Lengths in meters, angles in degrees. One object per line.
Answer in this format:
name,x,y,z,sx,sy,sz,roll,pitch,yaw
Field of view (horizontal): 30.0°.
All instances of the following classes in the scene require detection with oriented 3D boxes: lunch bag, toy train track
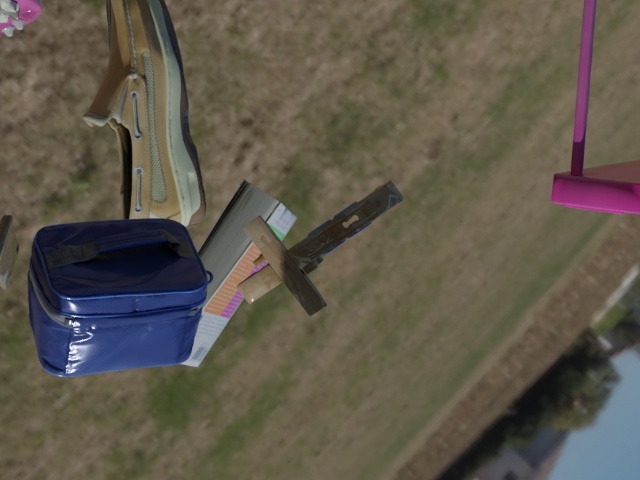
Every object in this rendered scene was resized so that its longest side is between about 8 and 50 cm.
lunch bag,-0.106,0.026,0.644,0.098,0.067,0.065,-6,132,-25
toy train track,0.000,0.000,0.504,0.083,0.048,0.014,-34,-174,22

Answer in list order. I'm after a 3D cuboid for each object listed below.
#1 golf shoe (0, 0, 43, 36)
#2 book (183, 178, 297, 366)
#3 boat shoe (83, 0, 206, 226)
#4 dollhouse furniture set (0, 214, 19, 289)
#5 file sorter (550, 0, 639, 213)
golf shoe,-0.310,-0.225,0.742,0.115,0.140,0.306,-10,163,38
book,-0.073,0.030,0.916,0.144,0.035,0.096,-56,166,-2
boat shoe,-0.136,-0.098,0.863,0.072,0.190,0.068,-13,-177,-21
dollhouse furniture set,-0.378,-0.028,0.991,0.135,0.262,0.259,115,-11,-71
file sorter,0.319,-0.101,0.710,0.202,0.291,0.182,-12,107,-53
